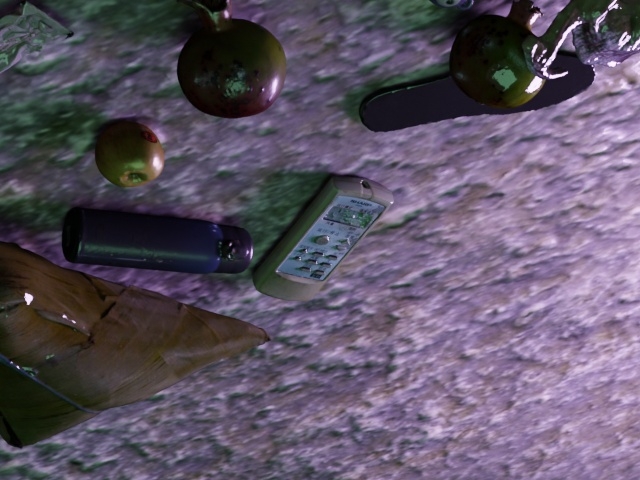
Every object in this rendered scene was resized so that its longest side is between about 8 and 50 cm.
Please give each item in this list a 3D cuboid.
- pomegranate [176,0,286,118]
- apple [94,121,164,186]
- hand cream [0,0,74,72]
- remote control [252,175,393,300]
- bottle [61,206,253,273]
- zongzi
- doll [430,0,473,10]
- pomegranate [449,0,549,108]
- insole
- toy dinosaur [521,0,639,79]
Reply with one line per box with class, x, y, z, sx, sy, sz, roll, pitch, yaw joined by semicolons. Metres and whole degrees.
pomegranate;-0.106;-0.210;2.059;0.129;0.129;0.159;-17;142;2
apple;-0.232;-0.103;2.193;0.084;0.071;0.084;-10;142;-8
hand cream;-0.405;-0.187;2.046;0.257;0.050;0.084;-35;141;14
remote control;0.000;0.000;2.437;0.098;0.038;0.233;12;134;-32
bottle;-0.208;0.003;2.334;0.244;0.072;0.082;6;179;-27
zongzi;-0.292;0.095;2.329;0.393;0.174;0.356;-16;145;5
doll;0.123;-0.332;2.040;0.110;0.067;0.206;-34;130;8
pomegranate;0.216;-0.222;2.176;0.130;0.130;0.130;-10;142;-8
insole;0.201;-0.188;2.289;0.310;0.012;0.110;-13;144;-3
toy dinosaur;0.352;-0.277;2.149;0.294;0.077;0.162;-7;133;-30
